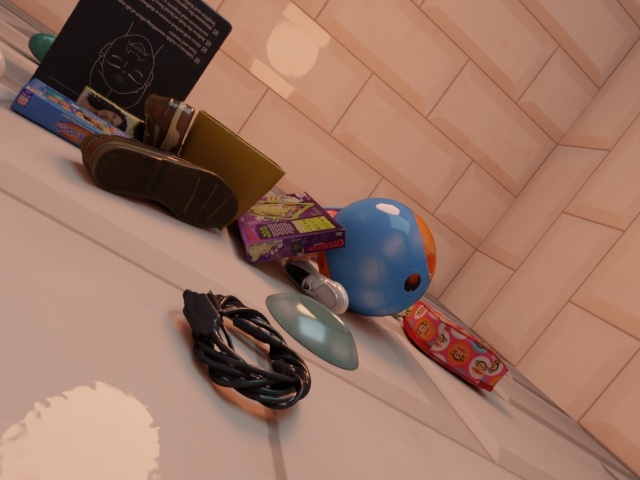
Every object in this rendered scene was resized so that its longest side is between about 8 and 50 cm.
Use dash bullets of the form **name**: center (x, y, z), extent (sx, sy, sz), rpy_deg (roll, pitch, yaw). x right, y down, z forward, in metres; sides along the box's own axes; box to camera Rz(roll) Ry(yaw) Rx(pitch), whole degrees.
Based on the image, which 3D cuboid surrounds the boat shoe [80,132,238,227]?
- **boat shoe**: center (-0.280, -0.117, 0.834), extent (0.104, 0.111, 0.307), rpy_deg (41, 7, 37)

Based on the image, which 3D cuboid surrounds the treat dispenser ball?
- **treat dispenser ball**: center (0.135, 0.041, 1.104), extent (0.288, 0.288, 0.288), rpy_deg (36, 6, -4)

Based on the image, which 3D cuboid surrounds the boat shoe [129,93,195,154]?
- **boat shoe**: center (-0.321, -0.201, 0.886), extent (0.095, 0.095, 0.257), rpy_deg (23, -31, -20)

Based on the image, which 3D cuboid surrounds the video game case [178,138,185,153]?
- **video game case**: center (-0.530, -0.358, 1.595), extent (0.210, 0.042, 0.232), rpy_deg (39, 7, 35)

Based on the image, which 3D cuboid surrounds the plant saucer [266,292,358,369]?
- **plant saucer**: center (-0.003, 0.140, 0.771), extent (0.194, 0.037, 0.195), rpy_deg (36, 7, -5)

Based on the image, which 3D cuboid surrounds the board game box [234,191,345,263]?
- **board game box**: center (-0.091, -0.043, 1.057), extent (0.208, 0.056, 0.347), rpy_deg (-5, 20, -14)

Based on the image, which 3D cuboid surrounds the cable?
- **cable**: center (-0.076, 0.123, 0.502), extent (0.184, 0.047, 0.150), rpy_deg (38, 1, 43)

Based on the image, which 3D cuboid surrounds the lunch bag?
- **lunch bag**: center (0.387, 0.297, 1.344), extent (0.293, 0.120, 0.258), rpy_deg (35, 6, -3)

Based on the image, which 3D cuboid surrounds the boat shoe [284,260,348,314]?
- **boat shoe**: center (-0.014, 0.094, 0.958), extent (0.063, 0.066, 0.184), rpy_deg (11, 25, -42)

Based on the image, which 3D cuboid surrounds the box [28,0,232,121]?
- **box**: center (-0.459, -0.465, 1.135), extent (0.293, 0.396, 0.212), rpy_deg (34, 5, -25)

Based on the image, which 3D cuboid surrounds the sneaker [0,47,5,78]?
- **sneaker**: center (-0.615, -0.351, 0.770), extent (0.290, 0.106, 0.123), rpy_deg (36, 8, 11)

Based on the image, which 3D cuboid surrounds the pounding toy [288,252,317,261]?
- **pounding toy**: center (-0.051, 0.005, 1.245), extent (0.181, 0.094, 0.206), rpy_deg (31, 42, -2)

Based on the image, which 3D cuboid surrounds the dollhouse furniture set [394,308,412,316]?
- **dollhouse furniture set**: center (0.275, 0.258, 1.483), extent (0.151, 0.059, 0.076), rpy_deg (17, 15, -1)

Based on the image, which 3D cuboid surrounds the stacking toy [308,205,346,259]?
- **stacking toy**: center (0.000, 0.000, 1.448), extent (0.165, 0.175, 0.302), rpy_deg (1, 15, 20)

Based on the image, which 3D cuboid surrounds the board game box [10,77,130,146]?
- **board game box**: center (-0.476, -0.229, 0.892), extent (0.210, 0.047, 0.160), rpy_deg (32, 8, -33)

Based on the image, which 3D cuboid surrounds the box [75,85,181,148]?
- **box**: center (-0.445, -0.247, 1.037), extent (0.232, 0.087, 0.058), rpy_deg (31, 6, -34)

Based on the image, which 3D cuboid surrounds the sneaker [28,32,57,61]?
- **sneaker**: center (-0.731, -0.519, 1.394), extent (0.302, 0.108, 0.121), rpy_deg (32, 3, -46)

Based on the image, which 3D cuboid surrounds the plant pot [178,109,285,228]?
- **plant pot**: center (-0.228, -0.152, 1.023), extent (0.212, 0.187, 0.212), rpy_deg (34, 7, -19)
